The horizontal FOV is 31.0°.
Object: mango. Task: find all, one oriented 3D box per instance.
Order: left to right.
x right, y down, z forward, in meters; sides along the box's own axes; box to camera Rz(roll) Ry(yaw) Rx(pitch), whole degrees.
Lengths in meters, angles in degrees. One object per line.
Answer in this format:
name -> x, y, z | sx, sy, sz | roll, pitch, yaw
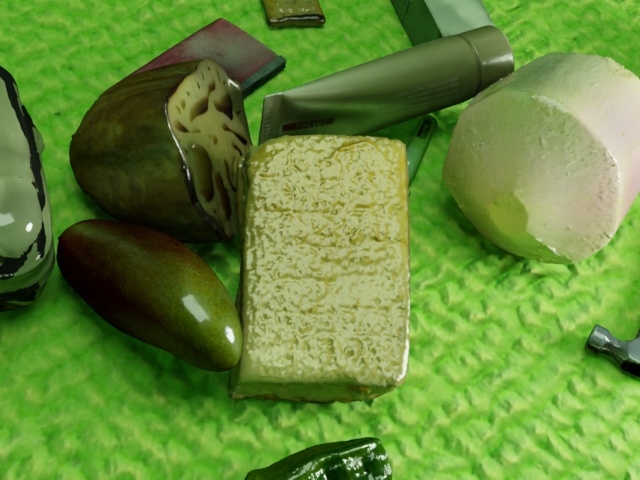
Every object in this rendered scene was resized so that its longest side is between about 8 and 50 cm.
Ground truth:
mango -> -0.169, 0.051, 1.179 | 0.267, 0.133, 0.111 | 28, 66, 38

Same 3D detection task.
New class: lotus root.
lotus root -> -0.183, -0.089, 1.303 | 0.180, 0.199, 0.188 | -12, 18, 22

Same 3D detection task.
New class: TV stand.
TV stand -> 0.160, -0.332, 1.605 | 0.088, 0.082, 0.269 | -5, 52, -19

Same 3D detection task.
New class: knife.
knife -> 0.099, -0.090, 1.441 | 0.054, 0.015, 0.212 | 18, 51, 12

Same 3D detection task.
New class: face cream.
face cream -> 0.077, -0.179, 1.410 | 0.341, 0.137, 0.084 | -21, 62, -21

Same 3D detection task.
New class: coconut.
coconut -> 0.265, -0.095, 1.360 | 0.233, 0.233, 0.245 | 35, 46, 16

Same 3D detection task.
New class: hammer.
hammer -> 0.425, 0.054, 1.379 | 0.137, 0.037, 0.290 | 27, 51, 10

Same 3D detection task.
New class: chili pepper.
chili pepper -> -0.024, 0.241, 1.115 | 0.204, 0.073, 0.072 | -12, 69, -19

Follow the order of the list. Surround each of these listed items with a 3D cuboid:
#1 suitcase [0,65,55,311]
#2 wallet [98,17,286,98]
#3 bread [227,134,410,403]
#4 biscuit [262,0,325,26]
suitcase -> -0.443, -0.025, 1.156 | 0.352, 0.194, 0.339 | -8, 56, -18
wallet -> -0.161, -0.203, 1.469 | 0.119, 0.025, 0.232 | 35, 52, 17
bread -> -0.001, 0.030, 1.217 | 0.185, 0.114, 0.274 | 2, 71, -6
biscuit -> -0.041, -0.326, 1.596 | 0.083, 0.018, 0.081 | -6, 53, -17
